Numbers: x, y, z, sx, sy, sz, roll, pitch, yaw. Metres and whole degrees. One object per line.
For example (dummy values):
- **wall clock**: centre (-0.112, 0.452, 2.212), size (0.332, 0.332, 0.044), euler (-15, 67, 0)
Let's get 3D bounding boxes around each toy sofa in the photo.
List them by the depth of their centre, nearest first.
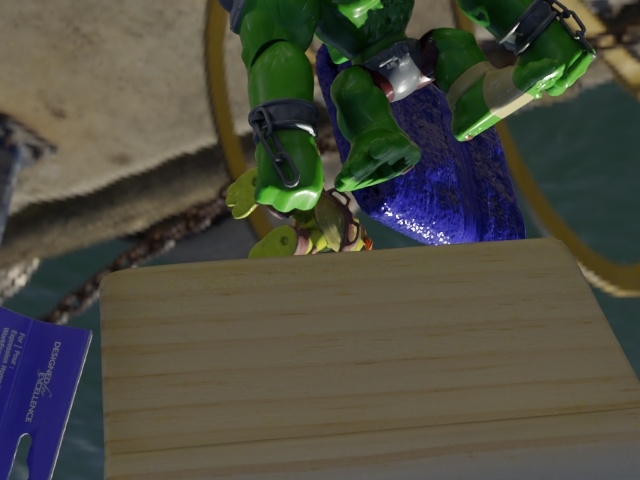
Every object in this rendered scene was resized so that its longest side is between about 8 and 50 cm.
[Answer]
- **toy sofa**: centre (0.016, 0.192, 0.466), size (0.150, 0.177, 0.362), euler (-4, 123, -7)

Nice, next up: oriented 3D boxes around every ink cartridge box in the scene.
- **ink cartridge box**: centre (-0.266, 0.138, 0.971), size (0.208, 0.206, 0.045), euler (6, 166, 30)

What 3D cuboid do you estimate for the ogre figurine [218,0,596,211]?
- **ogre figurine**: centre (0.032, -0.096, 0.716), size (0.197, 0.118, 0.097), euler (-30, 170, -9)

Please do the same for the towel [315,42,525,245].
- **towel**: centre (0.124, -0.095, 1.638), size (0.076, 0.227, 0.308), euler (-30, 152, 26)

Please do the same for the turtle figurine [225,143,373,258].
- **turtle figurine**: centre (0.000, 0.000, 1.556), size (0.087, 0.269, 0.217), euler (-18, 167, 26)
